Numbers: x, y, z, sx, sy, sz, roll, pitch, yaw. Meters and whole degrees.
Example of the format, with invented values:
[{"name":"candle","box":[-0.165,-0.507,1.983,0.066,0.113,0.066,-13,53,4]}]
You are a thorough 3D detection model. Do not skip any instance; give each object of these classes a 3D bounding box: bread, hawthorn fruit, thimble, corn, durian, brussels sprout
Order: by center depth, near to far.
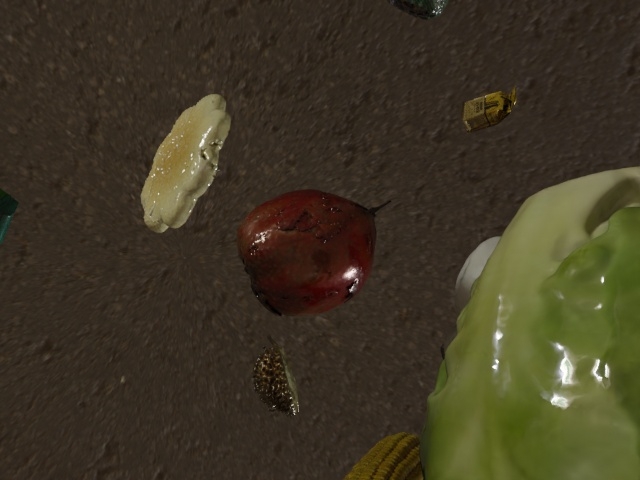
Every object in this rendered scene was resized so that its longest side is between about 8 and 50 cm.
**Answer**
[{"name":"brussels sprout","box":[0.217,0.130,0.575,0.289,0.281,0.355,18,68,-50]},{"name":"corn","box":[0.088,0.347,1.106,0.119,0.322,0.119,3,99,22]},{"name":"hawthorn fruit","box":[0.000,0.000,1.142,0.235,0.181,0.181,-31,94,-3]},{"name":"thimble","box":[0.180,-0.479,1.540,0.135,0.118,0.090,28,96,10]},{"name":"bread","box":[-0.276,-0.158,1.640,0.054,0.316,0.316,26,84,-29]},{"name":"durian","box":[-0.105,0.299,1.789,0.091,0.148,0.189,-13,78,6]}]

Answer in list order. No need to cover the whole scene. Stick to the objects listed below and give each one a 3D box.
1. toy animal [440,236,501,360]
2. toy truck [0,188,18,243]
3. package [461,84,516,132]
[{"name":"toy animal","box":[0.306,0.059,1.119,0.193,0.357,0.258,32,73,2]},{"name":"toy truck","box":[-0.740,-0.087,1.677,0.253,0.124,0.114,33,108,11]},{"name":"package","box":[0.383,-0.295,1.834,0.131,0.071,0.047,-17,128,24]}]
